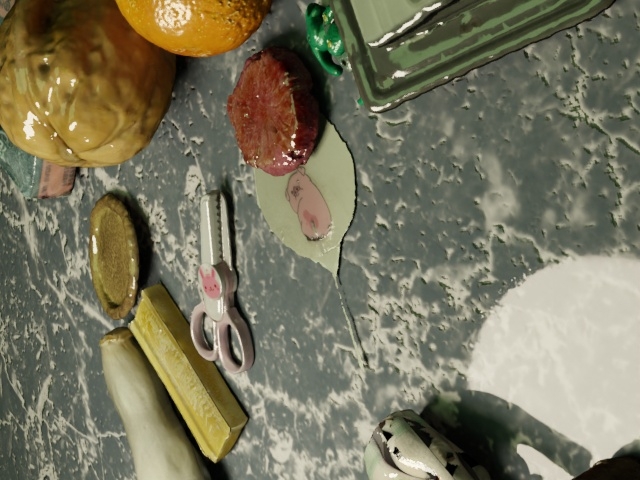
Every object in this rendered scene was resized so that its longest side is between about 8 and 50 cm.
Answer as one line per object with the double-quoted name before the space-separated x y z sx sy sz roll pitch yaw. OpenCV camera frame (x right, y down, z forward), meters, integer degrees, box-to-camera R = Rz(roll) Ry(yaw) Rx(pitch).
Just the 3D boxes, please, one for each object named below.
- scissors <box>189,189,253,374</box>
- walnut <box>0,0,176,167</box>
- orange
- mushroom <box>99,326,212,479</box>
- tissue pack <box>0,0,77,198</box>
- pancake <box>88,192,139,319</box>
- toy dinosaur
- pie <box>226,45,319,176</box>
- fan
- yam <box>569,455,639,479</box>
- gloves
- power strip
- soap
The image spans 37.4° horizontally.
"scissors" -0.131 0.053 1.213 0.118 0.030 0.242 22 119 43
"walnut" -0.287 -0.216 1.172 0.224 0.257 0.257 -4 99 25
"orange" -0.141 -0.290 1.020 0.193 0.161 0.193 22 122 41
"mushroom" -0.237 0.279 1.355 0.351 0.097 0.109 61 172 24
"tissue pack" -0.428 -0.251 1.412 0.228 0.103 0.315 45 131 34
"pancake" -0.308 0.024 1.402 0.199 0.021 0.199 14 106 56
"toy dinosaur" 0.024 -0.196 0.944 0.132 0.059 0.096 69 152 17
"pie" -0.055 -0.141 1.054 0.153 0.038 0.153 14 108 50
"fan" -0.001 0.000 1.059 0.182 0.010 0.310 -27 79 50
"yam" 0.219 0.234 0.776 0.079 0.141 0.079 26 125 46
"gloves" 0.125 0.265 0.924 0.127 0.111 0.212 -52 56 16
"power strip" 0.087 -0.264 0.790 0.251 0.092 0.257 -22 86 43
"soap" -0.187 0.183 1.315 0.252 0.037 0.092 53 136 25
